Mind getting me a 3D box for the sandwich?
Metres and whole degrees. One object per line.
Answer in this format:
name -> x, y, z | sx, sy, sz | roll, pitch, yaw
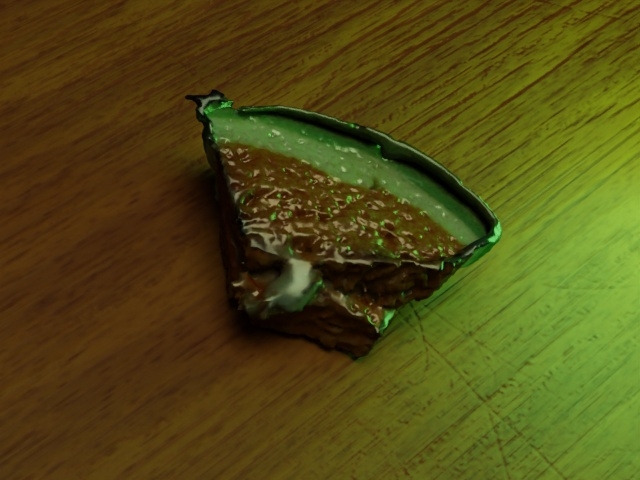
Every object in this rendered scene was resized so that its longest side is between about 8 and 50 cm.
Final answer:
sandwich -> 0.011, -0.006, 1.527 | 0.292, 0.109, 0.212 | 9, 55, -10
